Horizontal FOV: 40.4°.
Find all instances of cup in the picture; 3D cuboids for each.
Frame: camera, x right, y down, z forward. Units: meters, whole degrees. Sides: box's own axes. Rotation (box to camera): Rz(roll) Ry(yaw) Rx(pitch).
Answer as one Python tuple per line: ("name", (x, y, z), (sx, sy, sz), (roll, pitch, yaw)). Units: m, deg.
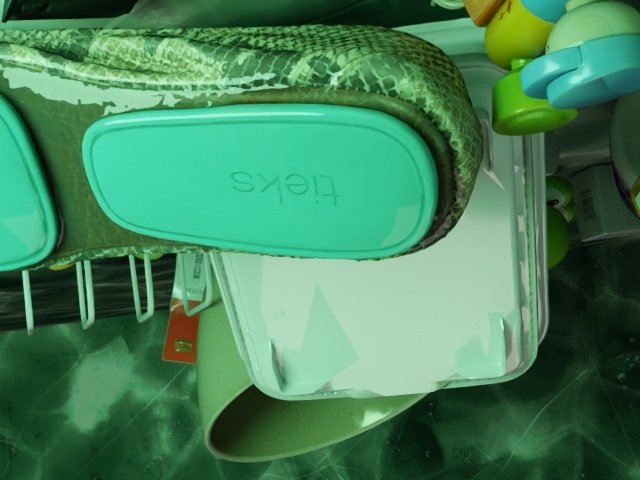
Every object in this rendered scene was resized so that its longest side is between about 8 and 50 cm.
("cup", (-0.018, 0.094, 1.088), (0.331, 0.237, 0.331), (-18, 151, -10))

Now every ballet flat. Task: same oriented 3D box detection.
("ballet flat", (-0.143, -0.070, 0.551), (0.483, 0.164, 0.182), (0, -146, 9))

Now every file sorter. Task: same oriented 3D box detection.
("file sorter", (-0.274, 0.014, 1.002), (0.277, 0.173, 0.193), (-6, 172, -19))

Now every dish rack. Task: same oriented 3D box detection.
("dish rack", (0.042, 0.005, 0.696), (0.285, 0.333, 0.072), (-7, -146, 7))

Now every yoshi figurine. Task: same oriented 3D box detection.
("yoshi figurine", (0.227, 0.001, 1.347), (0.362, 0.203, 0.203), (-18, 160, 7))

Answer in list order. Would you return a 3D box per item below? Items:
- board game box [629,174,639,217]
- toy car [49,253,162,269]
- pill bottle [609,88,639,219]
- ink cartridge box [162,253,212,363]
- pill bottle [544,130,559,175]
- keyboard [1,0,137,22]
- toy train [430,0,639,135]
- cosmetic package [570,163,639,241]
("board game box", (0.486, -0.010, 0.548), (0.356, 0.356, 0.356), (-7, 148, -10))
("toy car", (-0.308, 0.005, 1.322), (0.225, 0.053, 0.239), (0, 169, -43))
("pill bottle", (0.405, -0.091, 0.944), (0.169, 0.169, 0.301), (-11, 171, 19))
("ink cartridge box", (-0.118, 0.070, 1.249), (0.189, 0.232, 0.066), (8, 136, -5))
("pill bottle", (0.185, -0.088, 1.009), (0.094, 0.094, 0.169), (0, 169, -45))
("keyboard", (-0.130, -0.159, 0.457), (0.108, 0.023, 0.180), (-11, 174, -30))
("toy train", (0.112, -0.124, 0.502), (0.105, 0.143, 0.248), (-7, 172, -8))
("cosmetic package", (0.539, -0.070, 1.423), (0.231, 0.117, 0.085), (-5, 172, -12))
